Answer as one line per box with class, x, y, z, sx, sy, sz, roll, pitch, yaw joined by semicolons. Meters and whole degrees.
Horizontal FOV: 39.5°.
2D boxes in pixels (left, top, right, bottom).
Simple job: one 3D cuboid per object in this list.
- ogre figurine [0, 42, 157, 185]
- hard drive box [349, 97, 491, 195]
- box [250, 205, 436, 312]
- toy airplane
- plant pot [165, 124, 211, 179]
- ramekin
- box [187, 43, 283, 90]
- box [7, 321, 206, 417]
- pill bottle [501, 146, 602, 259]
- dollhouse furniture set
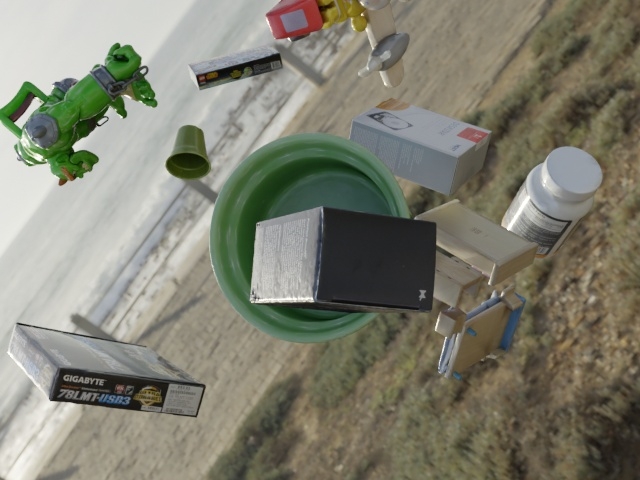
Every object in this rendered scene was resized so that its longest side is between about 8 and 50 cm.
ogre figurine;-0.232;-0.119;0.840;0.118;0.097;0.197;-42;31;-21
hard drive box;0.197;-0.192;1.782;0.181;0.232;0.089;-37;-36;-53
box;0.023;0.030;1.073;0.207;0.153;0.108;-10;74;63
toy airplane;0.103;-0.584;2.052;0.272;0.386;0.384;33;102;60
plant pot;-0.240;-0.167;1.632;0.083;0.083;0.079;-38;42;42
ramekin;0.000;0.000;1.339;0.303;0.303;0.148;-51;-15;7
box;-0.135;-0.274;1.403;0.137;0.027;0.094;-17;24;-10
box;-0.413;0.247;1.704;0.295;0.293;0.073;18;90;56
pill bottle;0.543;-0.086;2.093;0.278;0.162;0.162;107;-172;-57
dollhouse furniture set;0.240;0.121;1.724;0.286;0.198;0.303;-22;-47;-42
